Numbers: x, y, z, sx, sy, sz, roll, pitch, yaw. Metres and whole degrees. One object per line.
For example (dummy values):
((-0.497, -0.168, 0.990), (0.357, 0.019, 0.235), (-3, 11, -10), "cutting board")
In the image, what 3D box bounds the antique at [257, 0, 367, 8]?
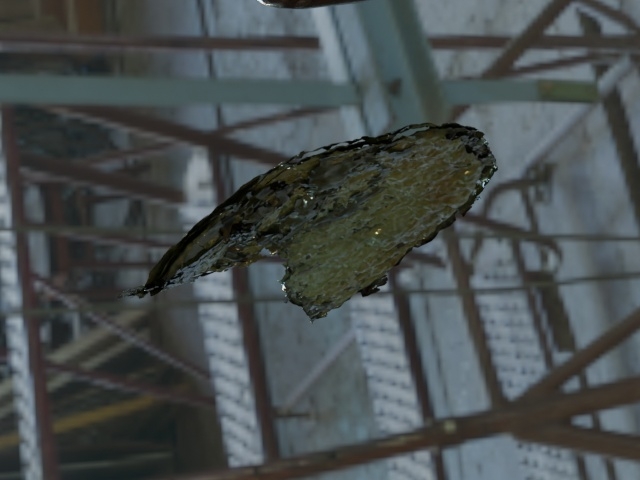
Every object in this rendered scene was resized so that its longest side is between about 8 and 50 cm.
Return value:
((0.059, -0.254, 0.996), (0.121, 0.257, 0.143), (42, 139, 42), "antique")

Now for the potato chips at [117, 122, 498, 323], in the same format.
((-0.002, -0.004, 0.846), (0.202, 0.220, 0.029), (-45, 63, 41), "potato chips")
